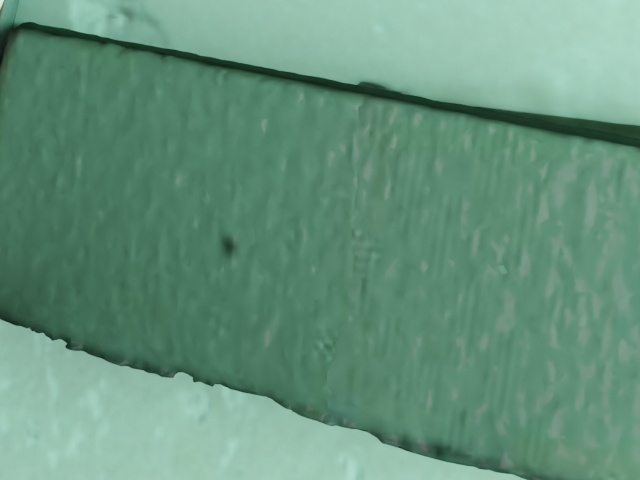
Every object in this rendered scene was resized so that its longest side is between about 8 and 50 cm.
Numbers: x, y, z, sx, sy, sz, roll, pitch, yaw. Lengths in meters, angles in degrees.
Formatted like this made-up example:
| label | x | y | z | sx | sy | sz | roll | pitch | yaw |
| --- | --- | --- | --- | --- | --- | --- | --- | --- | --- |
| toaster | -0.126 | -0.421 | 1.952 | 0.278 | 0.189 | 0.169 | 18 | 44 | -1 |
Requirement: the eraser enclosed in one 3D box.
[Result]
| label | x | y | z | sx | sy | sz | roll | pitch | yaw |
| --- | --- | --- | --- | --- | --- | --- | --- | --- | --- |
| eraser | 0.000 | 0.000 | 0.698 | 0.352 | 0.077 | 0.111 | 14 | 97 | 31 |

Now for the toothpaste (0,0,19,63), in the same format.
| label | x | y | z | sx | sy | sz | roll | pitch | yaw |
| --- | --- | --- | --- | --- | --- | --- | --- | --- | --- |
| toothpaste | -0.166 | -0.045 | 0.815 | 0.089 | 0.057 | 0.234 | 13 | 90 | 34 |
